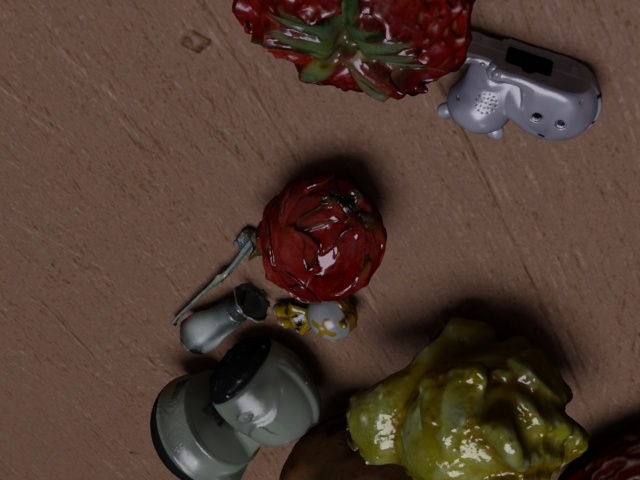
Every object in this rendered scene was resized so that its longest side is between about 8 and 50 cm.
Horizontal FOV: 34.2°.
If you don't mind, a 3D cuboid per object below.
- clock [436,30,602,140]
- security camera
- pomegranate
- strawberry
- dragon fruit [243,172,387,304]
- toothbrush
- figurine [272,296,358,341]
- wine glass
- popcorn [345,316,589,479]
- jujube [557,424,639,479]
[{"bbox_3d":[0.230,-0.158,1.199,0.176,0.080,0.117,18,136,3],"label":"clock"},{"bbox_3d":[-0.128,0.270,1.690,0.277,0.197,0.191,-33,108,33],"label":"security camera"},{"bbox_3d":[0.073,0.433,1.675,0.322,0.322,0.322,10,136,10],"label":"pomegranate"},{"bbox_3d":[0.039,-0.285,1.067,0.261,0.258,0.261,13,166,3],"label":"strawberry"},{"bbox_3d":[0.000,0.000,1.377,0.172,0.172,0.209,41,147,-21],"label":"dragon fruit"},{"bbox_3d":[-0.165,0.064,1.605,0.028,0.026,0.294,43,134,2],"label":"toothbrush"},{"bbox_3d":[-0.010,0.109,1.572,0.143,0.068,0.101,21,132,24],"label":"figurine"},{"bbox_3d":[-0.153,0.123,1.628,0.072,0.072,0.155,40,133,-20],"label":"wine glass"},{"bbox_3d":[0.228,0.287,1.476,0.321,0.326,0.290,32,153,-24],"label":"popcorn"},{"bbox_3d":[0.492,0.403,1.591,0.223,0.223,0.318,28,129,-9],"label":"jujube"}]
